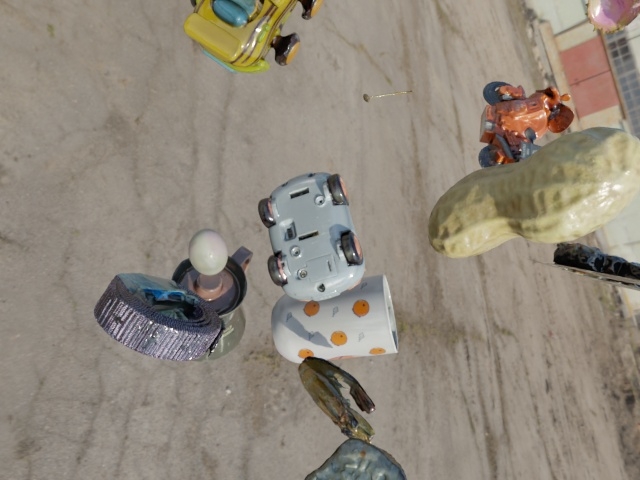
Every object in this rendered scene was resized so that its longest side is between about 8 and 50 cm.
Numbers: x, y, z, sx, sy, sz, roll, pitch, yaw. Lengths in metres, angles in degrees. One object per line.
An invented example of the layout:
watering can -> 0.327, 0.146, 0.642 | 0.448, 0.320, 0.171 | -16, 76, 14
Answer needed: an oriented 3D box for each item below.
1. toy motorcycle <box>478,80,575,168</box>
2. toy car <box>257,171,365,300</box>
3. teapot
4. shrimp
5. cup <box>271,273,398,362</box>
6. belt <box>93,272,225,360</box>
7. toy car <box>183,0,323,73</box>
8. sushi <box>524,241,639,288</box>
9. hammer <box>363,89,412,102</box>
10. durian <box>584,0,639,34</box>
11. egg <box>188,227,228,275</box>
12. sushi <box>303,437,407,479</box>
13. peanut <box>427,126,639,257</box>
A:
toy motorcycle -> 0.501, -0.260, 1.110 | 0.147, 0.222, 0.325 | 92, 11, -63
toy car -> 0.000, 0.000, 0.963 | 0.212, 0.181, 0.270 | 40, 35, -66
teapot -> -0.368, 0.200, 1.556 | 0.306, 0.361, 0.376 | 35, 52, 5
shrimp -> 0.049, 0.342, 0.999 | 0.173, 0.253, 0.058 | 14, 109, -48
cup -> 0.037, 0.219, 1.249 | 0.212, 0.318, 0.212 | -10, 90, -78
belt -> -0.403, 0.190, 1.154 | 0.260, 0.122, 0.325 | 41, 10, 36
toy car -> -0.111, -0.391, 0.710 | 0.201, 0.247, 0.142 | 30, 16, 1
sushi -> 0.610, 0.061, 0.884 | 0.294, 0.292, 0.059 | 16, 91, -22
hammer -> 0.161, -0.349, 1.087 | 0.014, 0.123, 0.029 | 94, -19, -56
durian -> 0.670, -0.543, 0.966 | 0.182, 0.165, 0.132 | 5, 71, -74
egg -> -0.304, 0.031, 1.229 | 0.103, 0.103, 0.134 | -51, 143, -53
sushi -> 0.025, 0.376, 0.596 | 0.225, 0.124, 0.127 | -50, 146, -17
peanut -> 0.274, -0.049, 0.622 | 0.120, 0.298, 0.136 | 39, 53, -26
